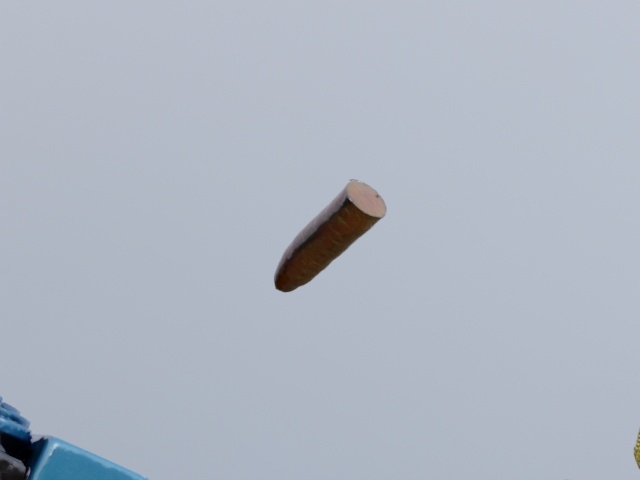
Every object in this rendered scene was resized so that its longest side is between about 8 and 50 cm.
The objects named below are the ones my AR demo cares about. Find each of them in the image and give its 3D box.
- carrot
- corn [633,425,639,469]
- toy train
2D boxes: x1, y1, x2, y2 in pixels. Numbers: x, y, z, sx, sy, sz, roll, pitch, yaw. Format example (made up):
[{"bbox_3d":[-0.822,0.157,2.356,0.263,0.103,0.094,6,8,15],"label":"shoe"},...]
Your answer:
[{"bbox_3d":[0.000,0.000,1.498,0.048,0.048,0.139,24,-50,-31],"label":"carrot"},{"bbox_3d":[0.450,0.211,2.084,0.072,0.203,0.072,8,23,-3],"label":"corn"},{"bbox_3d":[-0.299,0.259,1.598,0.265,0.188,0.300,27,-13,-13],"label":"toy train"}]
